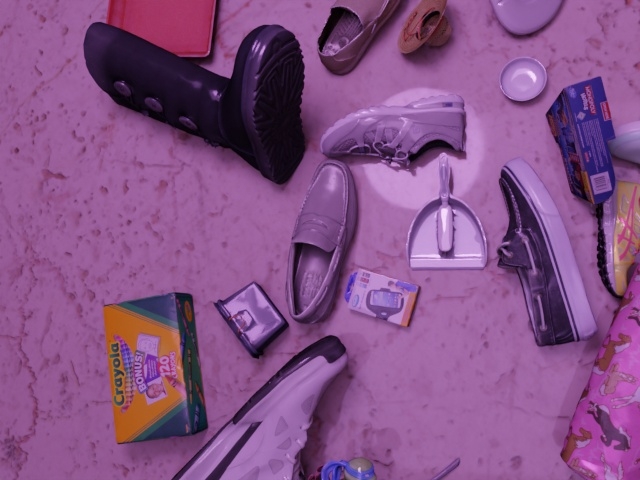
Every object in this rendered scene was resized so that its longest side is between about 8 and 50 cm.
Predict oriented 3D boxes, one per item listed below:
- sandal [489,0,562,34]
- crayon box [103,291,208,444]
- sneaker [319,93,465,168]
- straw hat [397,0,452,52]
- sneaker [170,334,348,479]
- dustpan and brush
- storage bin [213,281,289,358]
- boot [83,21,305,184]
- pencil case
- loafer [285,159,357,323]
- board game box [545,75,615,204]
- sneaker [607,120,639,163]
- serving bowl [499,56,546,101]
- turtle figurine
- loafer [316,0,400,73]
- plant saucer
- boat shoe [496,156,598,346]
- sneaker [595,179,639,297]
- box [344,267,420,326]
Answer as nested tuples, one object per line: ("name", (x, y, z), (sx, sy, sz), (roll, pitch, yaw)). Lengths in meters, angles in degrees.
("sandal", (0.357, -0.589, 1.200), (0.170, 0.102, 0.416), (-11, 97, -3))
("crayon box", (-0.333, 0.254, 1.309), (0.166, 0.081, 0.278), (-11, 81, 14))
("sneaker", (0.135, -0.189, 1.214), (0.282, 0.105, 0.115), (-11, 81, 14))
("straw hat", (0.214, -0.401, 1.233), (0.061, 0.144, 0.144), (26, 92, -24))
("sneaker", (-0.052, 0.395, 1.197), (0.257, 0.169, 0.447), (44, 104, 6))
("dustpan and brush", (0.229, -0.052, 1.196), (0.147, 0.060, 0.211), (-1, 84, 16))
("storage bin", (-0.131, 0.147, 1.264), (0.091, 0.098, 0.135), (-39, 75, -2))
("boot", (-0.250, -0.317, 1.219), (0.445, 0.367, 0.146), (31, 62, 17))
("pencil case", (0.521, 0.222, 1.035), (0.167, 0.160, 0.386), (24, 90, 22))
("loafer", (0.000, 0.000, 1.228), (0.112, 0.111, 0.319), (7, 86, 16))
("board game box", (0.442, -0.173, 1.103), (0.060, 0.194, 0.194), (-16, 100, 11))
("sneaker", (0.591, -0.105, 1.065), (0.256, 0.094, 0.151), (15, 68, 14))
("serving bowl", (0.373, -0.294, 1.200), (0.083, 0.027, 0.083), (-2, 84, 16))
("turtle figurine", (0.099, 0.509, 1.095), (0.275, 0.198, 0.266), (13, 110, -14))
("loafer", (0.078, -0.442, 1.237), (0.102, 0.092, 0.268), (33, 109, 14))
("plant saucer", (-0.335, -0.515, 1.412), (0.259, 0.048, 0.258), (4, 85, 17))
("boat shoe", (0.362, 0.024, 1.119), (0.119, 0.121, 0.335), (-20, 81, 8))
("sneaker", (0.521, -0.006, 1.100), (0.094, 0.081, 0.208), (2, 84, 14))
("box", (0.112, 0.105, 1.230), (0.136, 0.028, 0.081), (16, 89, 15))
